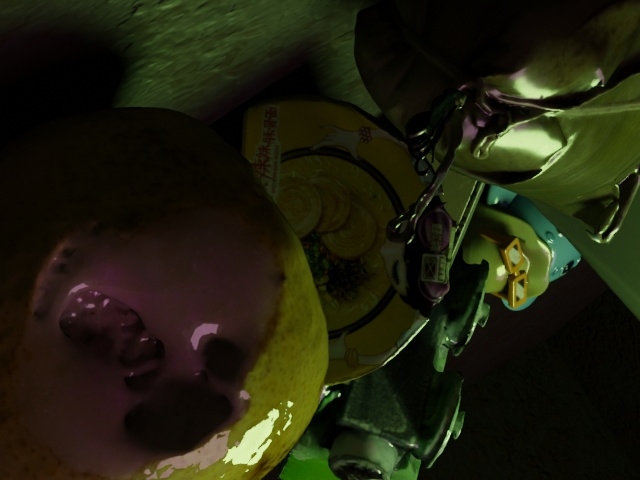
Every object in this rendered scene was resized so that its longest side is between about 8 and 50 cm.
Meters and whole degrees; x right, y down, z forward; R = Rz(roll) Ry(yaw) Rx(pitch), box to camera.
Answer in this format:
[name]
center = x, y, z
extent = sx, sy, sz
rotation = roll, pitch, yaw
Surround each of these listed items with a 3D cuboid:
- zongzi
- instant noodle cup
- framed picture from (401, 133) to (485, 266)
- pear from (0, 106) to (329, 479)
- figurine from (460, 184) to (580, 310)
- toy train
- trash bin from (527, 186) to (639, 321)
[zongzi]
center = 0.186, -0.191, 1.136
extent = 0.418, 0.181, 0.447
rotation = -51, 161, 12
[instant noodle cup]
center = 0.000, 0.000, 1.328
extent = 0.215, 0.215, 0.236
rotation = -34, 176, 6
[framed picture]
center = 0.100, -0.040, 1.553
extent = 0.184, 0.016, 0.250
rotation = -16, 132, -54
[pear]
center = -0.132, 0.054, 1.024
extent = 0.271, 0.271, 0.271
rotation = -31, 168, -7
[figurine]
center = 0.261, -0.038, 1.998
extent = 0.262, 0.154, 0.180
rotation = -47, 164, -18
[toy train]
center = 0.058, 0.131, 1.787
extent = 0.249, 0.173, 0.307
rotation = 115, -8, -59
[trash bin]
center = 0.337, -0.064, 1.776
extent = 0.219, 0.250, 0.220
rotation = -29, 169, -48
